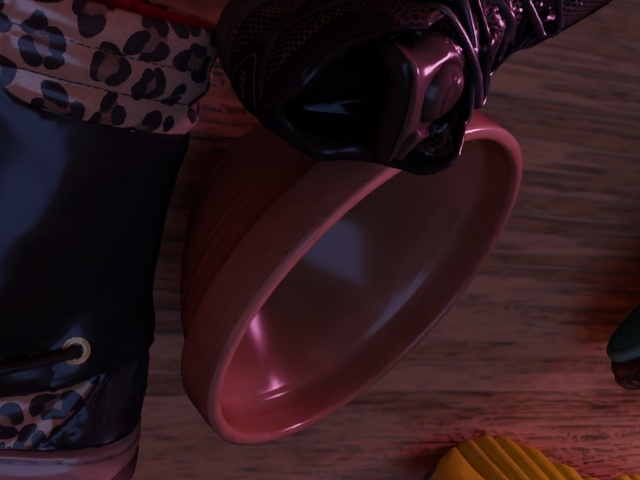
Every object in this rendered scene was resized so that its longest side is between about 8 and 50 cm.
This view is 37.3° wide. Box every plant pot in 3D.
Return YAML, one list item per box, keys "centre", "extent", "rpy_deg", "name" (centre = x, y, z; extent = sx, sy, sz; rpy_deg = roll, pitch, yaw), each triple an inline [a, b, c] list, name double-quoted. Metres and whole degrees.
- centre: [0.000, 0.000, 0.567]
  extent: [0.237, 0.110, 0.237]
  rpy_deg: [-34, 151, -22]
  name: "plant pot"

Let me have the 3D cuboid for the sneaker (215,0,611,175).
- centre: [0.072, -0.097, 0.436]
  extent: [0.228, 0.130, 0.087]
  rpy_deg: [-19, 129, -6]
  name: "sneaker"

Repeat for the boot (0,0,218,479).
- centre: [-0.241, -0.019, 0.466]
  extent: [0.377, 0.138, 0.284]
  rpy_deg: [13, 108, -21]
  name: "boot"

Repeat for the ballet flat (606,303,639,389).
- centre: [0.438, -0.028, 0.710]
  extent: [0.182, 0.164, 0.483]
  rpy_deg: [39, 97, 0]
  name: "ballet flat"

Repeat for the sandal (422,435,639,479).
- centre: [0.204, 0.268, 0.825]
  extent: [0.317, 0.126, 0.138]
  rpy_deg: [24, 110, -30]
  name: "sandal"
